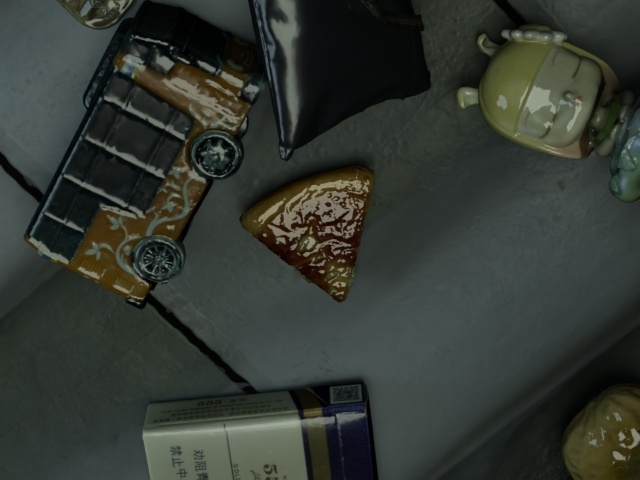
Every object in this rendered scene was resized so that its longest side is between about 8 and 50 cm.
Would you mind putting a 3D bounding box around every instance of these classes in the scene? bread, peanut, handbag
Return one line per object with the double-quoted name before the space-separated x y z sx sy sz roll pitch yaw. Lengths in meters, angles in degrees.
"bread" -0.020 -0.014 1.417 0.135 0.054 0.154 7 107 -6
"peanut" 0.333 0.268 1.528 0.120 0.110 0.237 -5 123 -23
"handbag" 0.017 -0.230 1.271 0.211 0.088 0.254 -28 116 -36

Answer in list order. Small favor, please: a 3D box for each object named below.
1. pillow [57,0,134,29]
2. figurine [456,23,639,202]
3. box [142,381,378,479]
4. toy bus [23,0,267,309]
"pillow" -0.188 -0.312 1.293 0.217 0.033 0.130 -40 108 14
"figurine" 0.323 -0.098 1.314 0.394 0.274 0.227 23 92 18
"box" -0.064 0.257 1.523 0.259 0.071 0.168 -6 114 0
"toy bus" -0.172 -0.092 1.335 0.167 0.138 0.275 28 112 -11
